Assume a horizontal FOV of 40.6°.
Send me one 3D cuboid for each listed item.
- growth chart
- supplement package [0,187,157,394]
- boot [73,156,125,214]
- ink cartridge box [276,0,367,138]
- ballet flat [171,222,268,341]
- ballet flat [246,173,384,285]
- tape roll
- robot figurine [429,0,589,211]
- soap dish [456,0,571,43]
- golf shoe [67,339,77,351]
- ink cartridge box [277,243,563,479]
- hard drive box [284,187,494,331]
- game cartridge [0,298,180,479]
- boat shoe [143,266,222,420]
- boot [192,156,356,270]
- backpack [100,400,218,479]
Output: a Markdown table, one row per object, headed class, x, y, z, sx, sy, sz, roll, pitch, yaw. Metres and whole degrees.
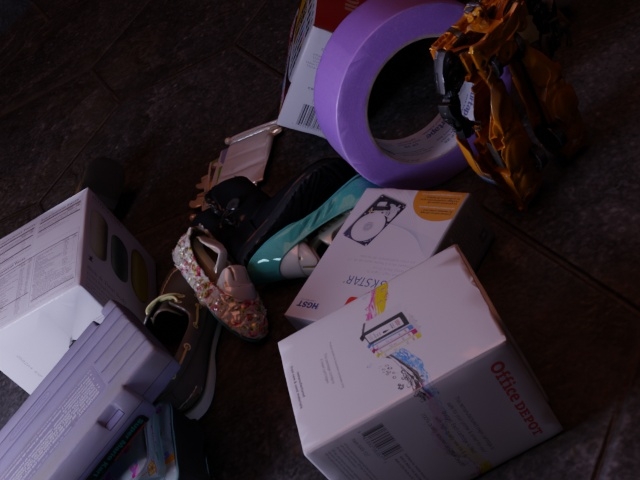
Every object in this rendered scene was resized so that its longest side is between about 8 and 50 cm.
| class | x | y | z | sx | sy | sz | roll | pitch | yaw |
| --- | --- | --- | --- | --- | --- | --- | --- | --- | --- |
| growth chart | -0.154 | -0.135 | 1.601 | 0.171 | 0.021 | 0.237 | -13 | 42 | 29 |
| supplement package | -0.397 | 0.095 | 1.392 | 0.198 | 0.199 | 0.263 | -29 | 36 | 9 |
| boot | -0.471 | -0.014 | 1.691 | 0.115 | 0.112 | 0.305 | -40 | 26 | 53 |
| ink cartridge box | 0.033 | -0.376 | 1.502 | 0.309 | 0.130 | 0.272 | -86 | 16 | -47 |
| ballet flat | -0.151 | 0.055 | 1.292 | 0.241 | 0.091 | 0.077 | 41 | 120 | 39 |
| ballet flat | 0.000 | 0.000 | 1.279 | 0.247 | 0.083 | 0.087 | -38 | 50 | 1 |
| tape roll | 0.132 | -0.213 | 1.235 | 0.274 | 0.275 | 0.090 | -38 | 37 | -2 |
| robot figurine | 0.238 | -0.185 | 1.104 | 0.211 | 0.291 | 0.085 | -45 | 37 | -12 |
| soap dish | 0.267 | -0.458 | 1.455 | 0.118 | 0.229 | 0.291 | -47 | 34 | 14 |
| golf shoe | -0.314 | 0.271 | 1.224 | 0.105 | 0.120 | 0.273 | 6 | 76 | 36 |
| ink cartridge box | 0.104 | 0.156 | 0.937 | 0.232 | 0.171 | 0.168 | -30 | 37 | 8 |
| hard drive box | 0.093 | 0.046 | 1.140 | 0.181 | 0.089 | 0.232 | 5 | 53 | 43 |
| game cartridge | -0.325 | 0.249 | 1.056 | 0.355 | 0.068 | 0.230 | -51 | 32 | -8 |
| boat shoe | -0.212 | 0.132 | 1.291 | 0.109 | 0.091 | 0.305 | -25 | 37 | 15 |
| boot | -0.084 | -0.068 | 1.405 | 0.246 | 0.094 | 0.207 | -47 | 40 | -4 |
| backpack | -0.241 | 0.306 | 1.083 | 0.188 | 0.144 | 0.166 | -40 | 35 | 11 |
